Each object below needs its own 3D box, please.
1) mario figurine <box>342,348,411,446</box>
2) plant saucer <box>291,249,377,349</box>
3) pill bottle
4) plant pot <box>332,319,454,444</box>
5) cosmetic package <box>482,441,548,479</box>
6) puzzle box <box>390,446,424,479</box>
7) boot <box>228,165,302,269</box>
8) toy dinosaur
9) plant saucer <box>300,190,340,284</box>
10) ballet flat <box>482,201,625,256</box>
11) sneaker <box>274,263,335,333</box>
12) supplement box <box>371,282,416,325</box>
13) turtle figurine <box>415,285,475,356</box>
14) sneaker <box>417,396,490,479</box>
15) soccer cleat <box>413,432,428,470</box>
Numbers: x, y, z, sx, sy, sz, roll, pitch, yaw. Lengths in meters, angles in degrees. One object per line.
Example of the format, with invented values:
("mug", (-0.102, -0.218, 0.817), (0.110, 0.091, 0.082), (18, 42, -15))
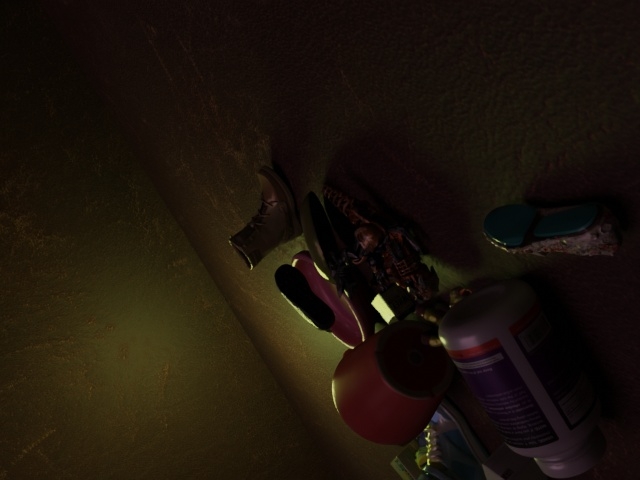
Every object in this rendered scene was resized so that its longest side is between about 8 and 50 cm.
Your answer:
("mario figurine", (0.159, 0.466, 1.907), (0.321, 0.170, 0.198), (56, 162, -6))
("plant saucer", (0.048, 0.159, 1.794), (0.332, 0.084, 0.332), (46, 159, 24))
("pill bottle", (0.355, 0.240, 1.093), (0.323, 0.181, 0.181), (58, 160, -6))
("plant pot", (0.189, 0.329, 1.532), (0.275, 0.275, 0.243), (49, 148, 17))
("cosmetic package", (0.461, 0.571, 1.468), (0.085, 0.117, 0.231), (25, 143, 52))
("puzzle box", (0.351, 0.833, 2.126), (0.272, 0.052, 0.409), (49, 168, 19))
("boot", (-0.170, -0.060, 1.763), (0.095, 0.203, 0.262), (36, 154, 40))
("toy dinosaur", (0.123, 0.005, 1.368), (0.322, 0.164, 0.218), (67, 150, 21))
("plant saucer", (0.000, 0.000, 1.535), (0.241, 0.037, 0.241), (-19, -90, -80))
("ballet flat", (0.331, -0.007, 0.918), (0.077, 0.091, 0.241), (38, 169, -19))
("sneaker", (-0.052, 0.175, 1.800), (0.235, 0.084, 0.097), (50, 161, 12))
("supplement box", (0.177, 0.157, 1.541), (0.083, 0.056, 0.083), (51, 159, 11))
("turtle figurine", (0.292, 0.210, 1.323), (0.217, 0.087, 0.270), (11, 133, 62))
("sneaker", (0.305, 0.558, 1.664), (0.319, 0.208, 0.127), (53, 160, 8))
("soccer cleat", (0.343, 0.626, 1.857), (0.121, 0.093, 0.289), (26, 149, 32))
